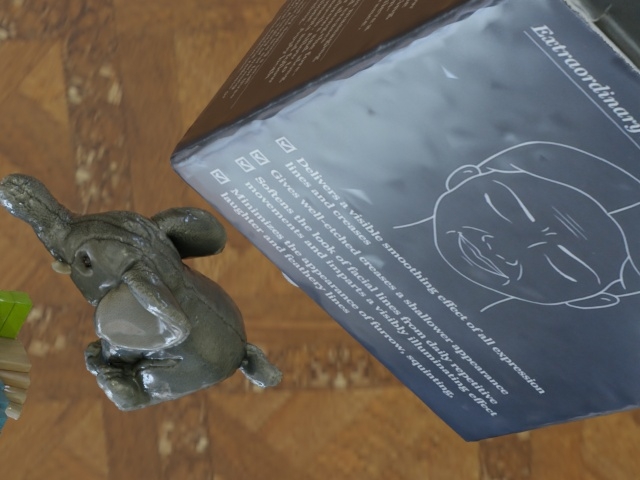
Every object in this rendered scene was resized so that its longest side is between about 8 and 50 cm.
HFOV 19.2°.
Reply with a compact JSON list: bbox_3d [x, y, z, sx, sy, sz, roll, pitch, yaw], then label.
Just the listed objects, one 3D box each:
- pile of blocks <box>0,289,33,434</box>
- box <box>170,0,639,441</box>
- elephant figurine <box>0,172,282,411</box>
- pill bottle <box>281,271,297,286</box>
[{"bbox_3d":[-0.326,0.105,1.747,0.149,0.362,0.112,24,116,-15],"label":"pile of blocks"},{"bbox_3d":[0.151,-0.068,1.133,0.293,0.212,0.395,44,149,-17],"label":"box"},{"bbox_3d":[-0.163,0.039,1.714,0.186,0.169,0.239,-22,142,-11],"label":"elephant figurine"},{"bbox_3d":[0.000,0.000,1.626,0.067,0.120,0.067,4,70,-12],"label":"pill bottle"}]
